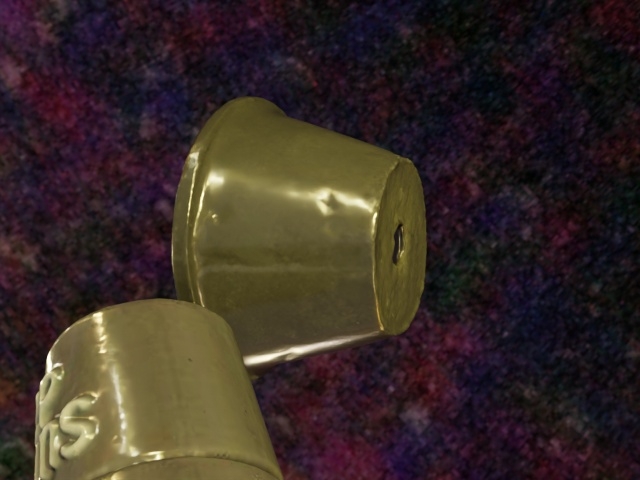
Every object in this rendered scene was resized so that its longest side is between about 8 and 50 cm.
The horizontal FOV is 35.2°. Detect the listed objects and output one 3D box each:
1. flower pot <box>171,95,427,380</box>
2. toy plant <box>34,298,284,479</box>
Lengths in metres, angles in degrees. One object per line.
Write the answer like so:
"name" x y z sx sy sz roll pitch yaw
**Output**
"flower pot" 0.000 0.000 0.914 0.166 0.269 0.269 0 124 25
"toy plant" -0.102 0.238 0.657 0.185 0.279 0.400 38 -154 -43
